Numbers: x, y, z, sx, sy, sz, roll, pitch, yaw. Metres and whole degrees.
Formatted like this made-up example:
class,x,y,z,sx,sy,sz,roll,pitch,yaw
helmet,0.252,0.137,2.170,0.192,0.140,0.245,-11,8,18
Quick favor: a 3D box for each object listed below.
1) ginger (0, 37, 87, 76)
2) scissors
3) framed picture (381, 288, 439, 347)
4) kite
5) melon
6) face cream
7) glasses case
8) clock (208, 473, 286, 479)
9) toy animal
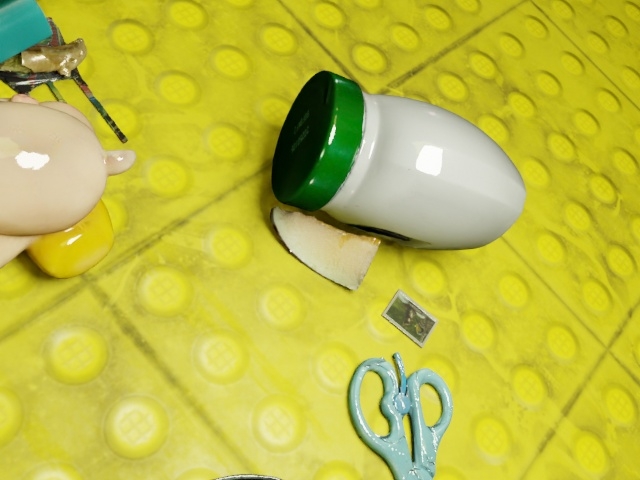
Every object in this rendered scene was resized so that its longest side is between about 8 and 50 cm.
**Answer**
class,x,y,z,sx,sy,sz,roll,pitch,yaw
ginger,-0.437,-0.289,1.010,0.137,0.044,0.057,-14,49,-32
scissors,0.136,0.356,0.942,0.180,0.032,0.392,6,62,-20
framed picture,0.153,0.131,1.081,0.089,0.006,0.066,40,56,0
kite,-0.429,-0.250,1.022,0.152,0.015,0.285,-35,81,-33
melon,0.000,0.006,1.037,0.182,0.098,0.054,20,45,7
face cream,0.124,-0.111,1.017,0.357,0.312,0.219,17,87,-24
glasses case,-0.548,-0.266,0.913,0.117,0.070,0.301,22,54,31
clock,-0.094,0.452,0.772,0.319,0.066,0.318,10,61,-19
toy animal,-0.423,-0.097,0.790,0.345,0.247,0.277,-11,65,-38
